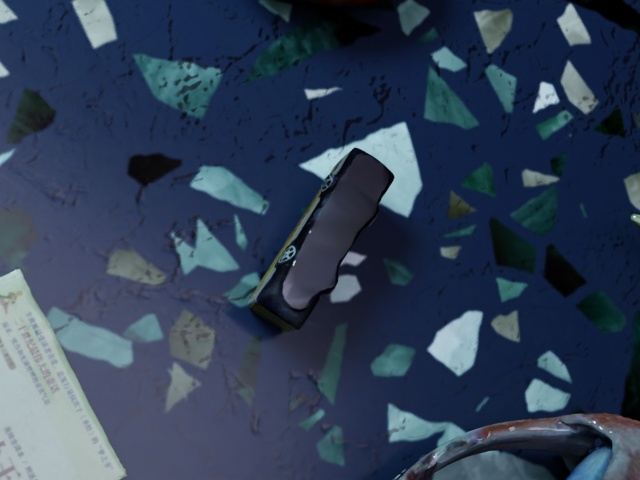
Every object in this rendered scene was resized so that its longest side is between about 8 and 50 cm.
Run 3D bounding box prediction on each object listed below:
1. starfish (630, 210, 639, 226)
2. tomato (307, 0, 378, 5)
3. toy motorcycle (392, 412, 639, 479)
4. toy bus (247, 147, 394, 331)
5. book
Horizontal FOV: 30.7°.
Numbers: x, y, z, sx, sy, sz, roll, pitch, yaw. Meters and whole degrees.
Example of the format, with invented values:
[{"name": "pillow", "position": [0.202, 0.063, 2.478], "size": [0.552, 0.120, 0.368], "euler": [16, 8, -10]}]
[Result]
[{"name": "starfish", "position": [0.425, 0.096, 1.184], "size": [0.358, 0.078, 0.347], "euler": [-41, 95, -23]}, {"name": "tomato", "position": [-0.005, -0.322, 1.105], "size": [0.227, 0.101, 0.228], "euler": [2, 85, -24]}, {"name": "toy motorcycle", "position": [0.174, 0.289, 1.021], "size": [0.319, 0.241, 0.182], "euler": [-30, 130, -29]}, {"name": "toy bus", "position": [0.000, 0.000, 1.047], "size": [0.057, 0.072, 0.172], "euler": [35, 70, -9]}, {"name": "book", "position": [-0.324, 0.169, 0.910], "size": [0.289, 0.026, 0.201], "euler": [-27, 89, -23]}]
